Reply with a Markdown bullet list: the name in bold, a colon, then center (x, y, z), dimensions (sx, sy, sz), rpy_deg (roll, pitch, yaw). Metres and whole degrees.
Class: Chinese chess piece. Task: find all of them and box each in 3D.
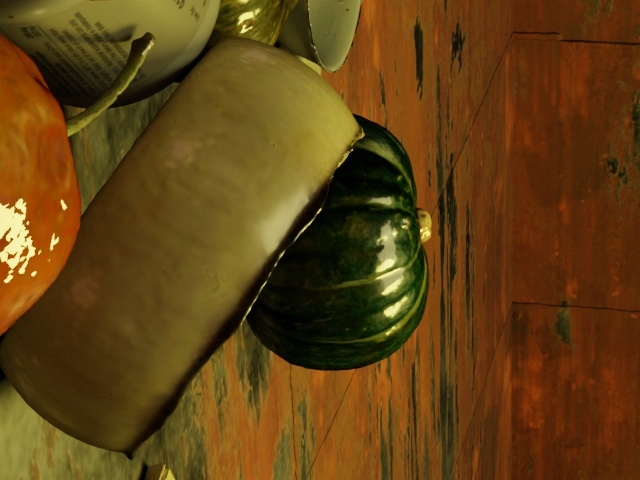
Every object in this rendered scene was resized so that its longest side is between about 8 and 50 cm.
- **Chinese chess piece**: center (-0.081, 0.003, 1.040), dimensions (0.257, 0.104, 0.257), rpy_deg (-54, -178, 3)

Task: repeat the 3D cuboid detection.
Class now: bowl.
- **bowl**: center (-0.024, -0.233, 1.469), dimensions (0.189, 0.086, 0.189), rpy_deg (5, 90, -74)

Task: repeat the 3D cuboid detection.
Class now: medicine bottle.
- **medicine bottle**: center (-0.141, -0.163, 0.911), dimensions (0.215, 0.135, 0.135), rpy_deg (50, 45, -66)

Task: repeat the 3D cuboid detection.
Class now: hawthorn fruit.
- **hawthorn fruit**: center (-0.155, -0.035, 0.798), dimensions (0.285, 0.165, 0.165), rpy_deg (-21, 114, -61)

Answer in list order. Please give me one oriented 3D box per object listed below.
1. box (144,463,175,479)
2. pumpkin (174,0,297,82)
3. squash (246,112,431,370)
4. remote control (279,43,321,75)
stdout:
- **box**: center (-0.116, 0.237, 1.364), dimensions (0.149, 0.020, 0.073), rpy_deg (75, 24, -52)
- **pumpkin**: center (-0.076, -0.211, 1.132), dimensions (0.223, 0.157, 0.224), rpy_deg (22, 90, -79)
- **squash**: center (0.005, 0.000, 1.472), dimensions (0.218, 0.172, 0.218), rpy_deg (-3, 90, -74)
- **remote control**: center (-0.027, -0.138, 1.590), dimensions (0.122, 0.032, 0.074), rpy_deg (-71, 160, -44)
